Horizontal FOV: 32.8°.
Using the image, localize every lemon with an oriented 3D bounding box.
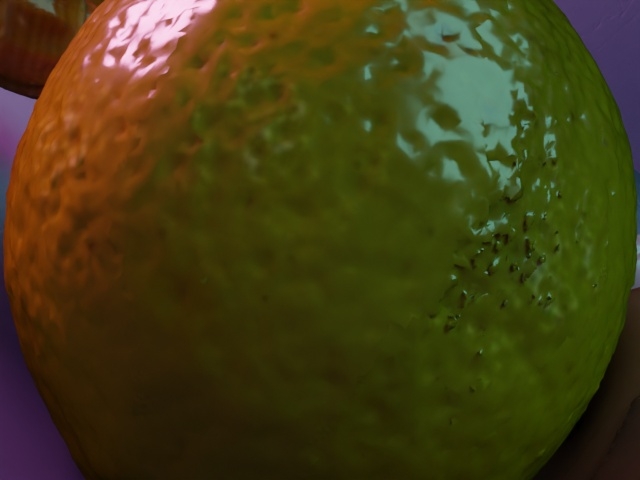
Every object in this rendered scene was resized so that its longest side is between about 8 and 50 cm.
[{"bbox_3d":[0.000,-0.001,0.474,0.293,0.293,0.293,38,20,-17],"label":"lemon"}]

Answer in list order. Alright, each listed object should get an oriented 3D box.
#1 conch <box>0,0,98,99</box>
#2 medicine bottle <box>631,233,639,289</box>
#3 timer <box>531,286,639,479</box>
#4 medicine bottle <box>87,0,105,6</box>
[{"bbox_3d":[-0.239,-0.130,0.565,0.330,0.093,0.109,14,48,-19],"label":"conch"},{"bbox_3d":[0.366,0.132,1.111,0.254,0.152,0.152,53,21,23],"label":"medicine bottle"},{"bbox_3d":[0.193,0.137,0.513,0.214,0.230,0.230,33,21,-10],"label":"timer"},{"bbox_3d":[-0.143,-0.205,0.835,0.212,0.122,0.122,30,24,-34],"label":"medicine bottle"}]
